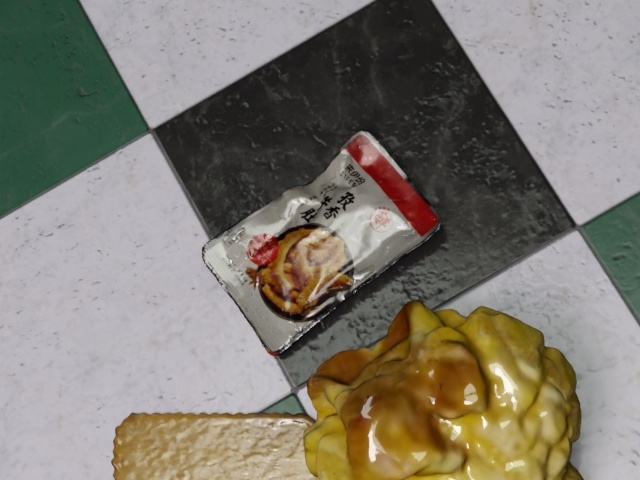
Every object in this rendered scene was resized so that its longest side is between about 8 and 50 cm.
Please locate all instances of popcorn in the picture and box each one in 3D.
[{"bbox_3d":[0.144,0.199,1.562,0.332,0.225,0.265,33,94,-5],"label":"popcorn"}]

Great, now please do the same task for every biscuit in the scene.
[{"bbox_3d":[-0.112,0.296,1.673,0.237,0.013,0.232,-1,73,10],"label":"biscuit"}]

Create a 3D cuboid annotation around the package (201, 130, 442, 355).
[{"bbox_3d":[0.000,0.000,1.730,0.239,0.030,0.154,-37,69,-1],"label":"package"}]
